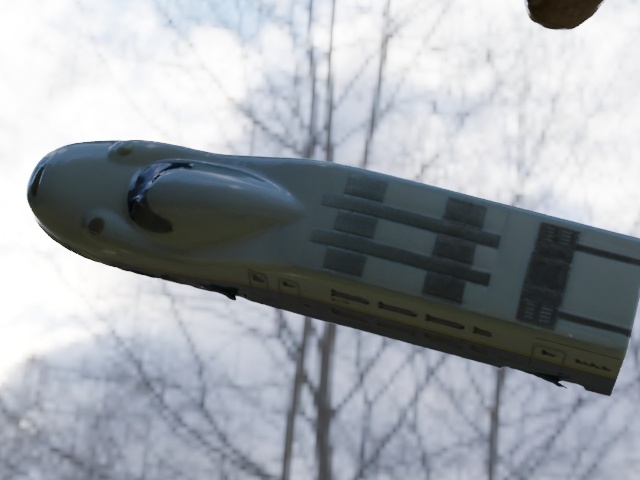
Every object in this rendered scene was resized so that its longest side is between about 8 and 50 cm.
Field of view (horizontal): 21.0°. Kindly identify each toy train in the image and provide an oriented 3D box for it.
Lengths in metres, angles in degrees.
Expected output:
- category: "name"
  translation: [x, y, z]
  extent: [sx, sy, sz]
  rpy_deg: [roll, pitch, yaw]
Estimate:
- category: "toy train"
  translation: [0.000, 0.000, 0.633]
  extent: [0.234, 0.052, 0.051]
  rpy_deg: [15, -21, 7]

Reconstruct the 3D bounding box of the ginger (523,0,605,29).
- category: "ginger"
  translation: [0.107, -0.151, 0.824]
  extent: [0.259, 0.065, 0.149]
  rpy_deg: [-16, -48, 35]
